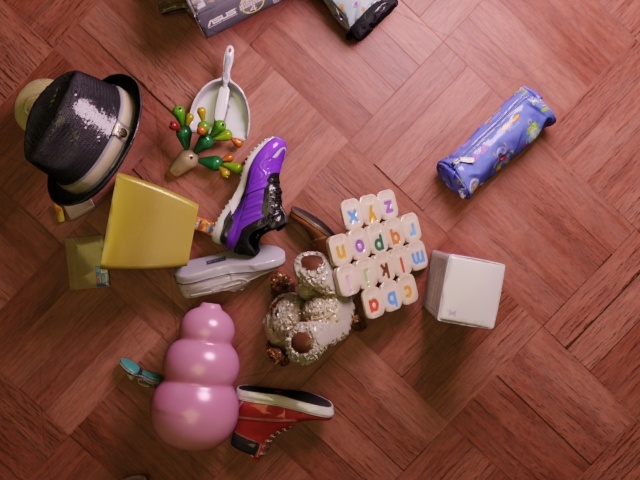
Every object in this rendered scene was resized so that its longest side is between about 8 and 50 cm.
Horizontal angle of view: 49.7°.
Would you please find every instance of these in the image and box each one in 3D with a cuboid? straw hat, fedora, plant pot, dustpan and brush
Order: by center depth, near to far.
[{"bbox_3d":[-0.548,-0.250,1.526,0.152,0.334,0.334,33,92,-46],"label":"fedora"},{"bbox_3d":[-0.388,-0.033,1.595,0.187,0.212,0.212,10,92,-13],"label":"plant pot"},{"bbox_3d":[-0.669,-0.319,1.641,0.144,0.061,0.144,0,92,-1],"label":"straw hat"},{"bbox_3d":[-0.230,-0.355,1.648,0.147,0.060,0.211,10,92,-2],"label":"dustpan and brush"}]

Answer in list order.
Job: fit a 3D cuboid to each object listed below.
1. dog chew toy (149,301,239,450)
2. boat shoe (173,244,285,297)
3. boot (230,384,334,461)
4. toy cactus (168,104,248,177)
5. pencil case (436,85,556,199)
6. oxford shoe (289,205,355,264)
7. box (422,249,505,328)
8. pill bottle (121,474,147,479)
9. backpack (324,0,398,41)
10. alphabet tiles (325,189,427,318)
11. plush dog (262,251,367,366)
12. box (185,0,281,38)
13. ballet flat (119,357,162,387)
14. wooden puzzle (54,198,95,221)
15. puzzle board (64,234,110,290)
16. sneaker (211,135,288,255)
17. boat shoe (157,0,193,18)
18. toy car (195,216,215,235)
[{"bbox_3d":[-0.280,0.311,1.614,0.206,0.206,0.332,9,84,-2],"label":"dog chew toy"},{"bbox_3d":[-0.211,0.081,1.655,0.267,0.096,0.088,-14,120,-6],"label":"boat shoe"},{"bbox_3d":[-0.092,0.454,1.674,0.244,0.088,0.176,6,93,7],"label":"boot"},{"bbox_3d":[-0.283,-0.211,1.630,0.180,0.112,0.219,-39,123,21],"label":"toy cactus"},{"bbox_3d":[0.411,-0.231,1.634,0.306,0.133,0.119,-42,63,0],"label":"pencil case"},{"bbox_3d":[0.000,0.000,1.665,0.212,0.076,0.076,41,104,-1],"label":"oxford shoe"},{"bbox_3d":[0.324,0.107,1.592,0.127,0.232,0.149,10,93,-1],"label":"box"},{"bbox_3d":[-0.450,0.638,1.682,0.065,0.065,0.116,-6,93,-1],"label":"pill bottle"},{"bbox_3d":[0.076,-0.581,1.620,0.152,0.115,0.182,-42,89,3],"label":"backpack"},{"bbox_3d":[0.136,0.029,1.613,0.284,0.021,0.278,-17,94,-37],"label":"alphabet tiles"},{"bbox_3d":[-0.037,0.179,1.617,0.225,0.210,0.262,-11,64,37],"label":"plush dog"},{"bbox_3d":[-0.155,-0.675,1.566,0.395,0.097,0.318,-27,69,0],"label":"box"},{"bbox_3d":[-0.444,0.329,1.684,0.114,0.041,0.041,28,91,-1],"label":"ballet flat"},{"bbox_3d":[-0.592,-0.095,1.676,0.116,0.014,0.078,-21,97,0],"label":"wooden puzzle"},{"bbox_3d":[-0.567,0.054,1.683,0.096,0.011,0.128,-6,93,-2],"label":"puzzle board"},{"bbox_3d":[-0.127,-0.093,1.621,0.146,0.102,0.293,30,97,20],"label":"sneaker"},{"bbox_3d":[-0.296,-0.559,1.642,0.183,0.066,0.066,4,97,9],"label":"boat shoe"},{"bbox_3d":[-0.257,-0.064,1.670,0.060,0.040,0.122,39,91,-2],"label":"toy car"}]
